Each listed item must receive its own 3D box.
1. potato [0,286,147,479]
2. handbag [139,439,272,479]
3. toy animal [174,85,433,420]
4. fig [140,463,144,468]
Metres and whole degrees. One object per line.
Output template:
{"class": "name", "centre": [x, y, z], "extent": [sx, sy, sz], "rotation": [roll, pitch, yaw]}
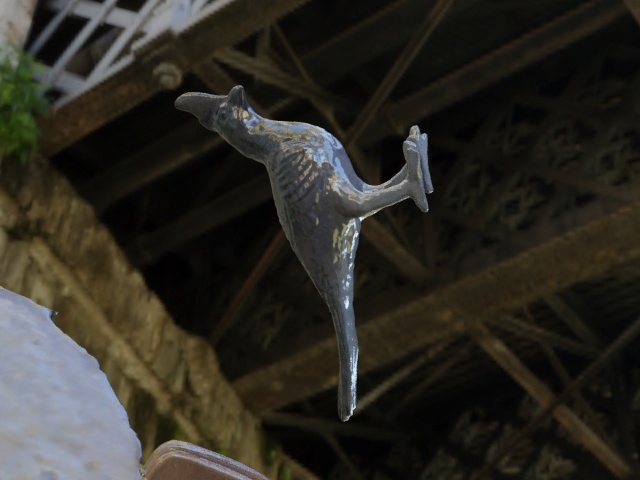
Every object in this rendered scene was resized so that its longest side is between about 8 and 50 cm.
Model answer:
{"class": "potato", "centre": [-0.114, 0.102, 0.318], "extent": [0.138, 0.243, 0.098], "rotation": [22, -69, 15]}
{"class": "handbag", "centre": [-0.129, 0.280, 1.089], "extent": [0.151, 0.193, 0.072], "rotation": [27, -3, -7]}
{"class": "toy animal", "centre": [0.022, -0.032, 1.205], "extent": [0.205, 0.367, 0.081], "rotation": [-30, -10, 15]}
{"class": "fig", "centre": [-0.213, 0.363, 1.366], "extent": [0.314, 0.233, 0.233], "rotation": [27, -46, -5]}
